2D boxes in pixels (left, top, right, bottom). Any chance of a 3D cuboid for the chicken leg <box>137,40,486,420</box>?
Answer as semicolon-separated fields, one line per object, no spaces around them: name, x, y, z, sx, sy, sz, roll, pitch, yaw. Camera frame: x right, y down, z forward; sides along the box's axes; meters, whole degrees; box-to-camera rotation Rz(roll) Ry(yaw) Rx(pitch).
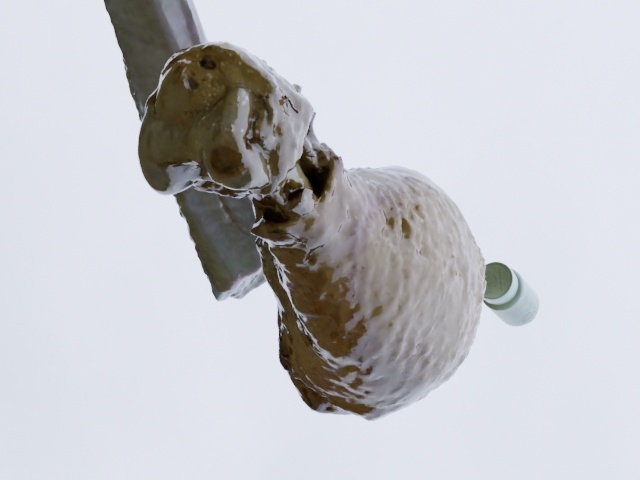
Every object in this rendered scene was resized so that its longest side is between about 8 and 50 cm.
chicken leg;0.003;-0.001;0.555;0.087;0.251;0.107;4;-112;24

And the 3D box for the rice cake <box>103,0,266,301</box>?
rice cake;-0.079;-0.090;0.748;0.049;0.055;0.270;-92;162;-75

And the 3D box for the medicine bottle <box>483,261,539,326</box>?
medicine bottle;0.189;0.054;1.365;0.047;0.083;0.047;-11;-116;24
